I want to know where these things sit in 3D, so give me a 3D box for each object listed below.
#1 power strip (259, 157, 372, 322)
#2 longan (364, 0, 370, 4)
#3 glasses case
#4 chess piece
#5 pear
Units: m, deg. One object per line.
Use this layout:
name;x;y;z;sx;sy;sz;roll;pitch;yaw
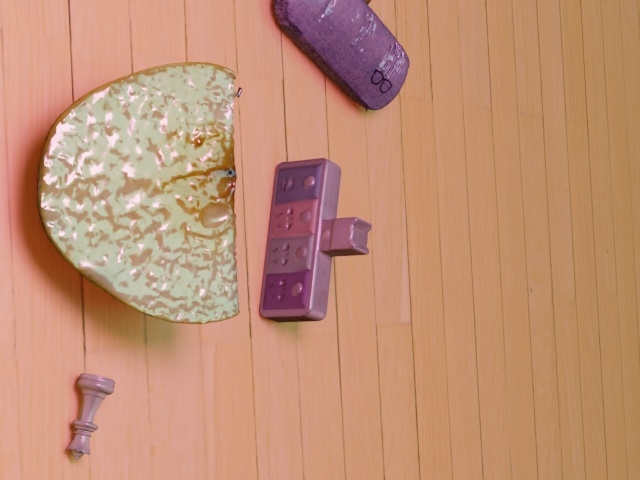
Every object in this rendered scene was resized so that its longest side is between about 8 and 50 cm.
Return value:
power strip;0.000;0.000;1.762;0.061;0.145;0.216;22;70;-51
longan;0.041;-0.361;1.924;0.075;0.075;0.083;46;70;-42
glasses case;0.033;-0.286;1.888;0.109;0.067;0.282;-56;137;-8
chess piece;-0.257;0.195;1.476;0.042;0.042;0.093;28;71;-50
pear;-0.217;-0.051;1.481;0.239;0.139;0.288;-3;94;-40
